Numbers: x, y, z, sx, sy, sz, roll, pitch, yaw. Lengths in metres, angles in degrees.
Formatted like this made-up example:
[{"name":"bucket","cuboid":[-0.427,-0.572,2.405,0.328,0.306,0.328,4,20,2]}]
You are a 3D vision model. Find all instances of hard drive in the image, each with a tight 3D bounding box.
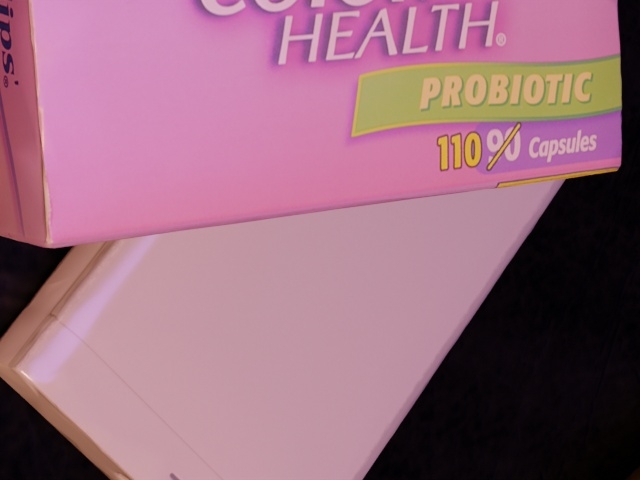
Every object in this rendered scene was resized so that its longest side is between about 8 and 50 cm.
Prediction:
[{"name":"hard drive","cuboid":[0.000,0.000,0.854,0.307,0.040,0.203,-54,128,-19]}]

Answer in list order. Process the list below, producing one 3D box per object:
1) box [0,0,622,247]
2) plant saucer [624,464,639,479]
[{"name":"box","cuboid":[-0.051,-0.077,0.633,0.214,0.243,0.117,-8,99,-30]},{"name":"plant saucer","cuboid":[0.191,0.292,1.049,0.333,0.081,0.332,-35,120,-30]}]
